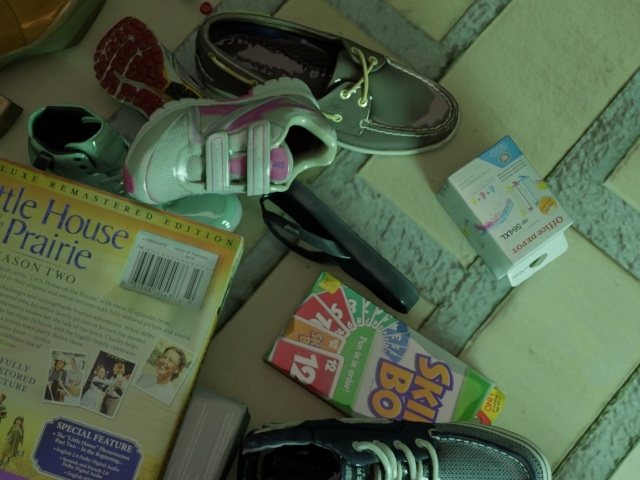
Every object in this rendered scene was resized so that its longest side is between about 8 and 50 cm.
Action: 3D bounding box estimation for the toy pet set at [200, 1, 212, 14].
[{"bbox_3d":[-0.148,-0.356,1.474,0.114,0.065,0.122,32,78,4],"label":"toy pet set"}]

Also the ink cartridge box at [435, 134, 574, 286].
[{"bbox_3d":[0.216,-0.029,1.413,0.092,0.090,0.143,-35,81,-10],"label":"ink cartridge box"}]

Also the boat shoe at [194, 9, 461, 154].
[{"bbox_3d":[0.010,-0.185,1.431,0.324,0.097,0.116,18,77,1],"label":"boat shoe"}]

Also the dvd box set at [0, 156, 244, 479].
[{"bbox_3d":[-0.288,0.145,1.260,0.308,0.062,0.420,17,74,2],"label":"dvd box set"}]

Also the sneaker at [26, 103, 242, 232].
[{"bbox_3d":[-0.210,-0.072,1.366,0.256,0.151,0.094,19,76,0],"label":"sneaker"}]

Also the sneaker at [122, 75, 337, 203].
[{"bbox_3d":[-0.087,-0.098,1.300,0.252,0.103,0.111,-24,40,-26],"label":"sneaker"}]

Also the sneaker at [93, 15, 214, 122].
[{"bbox_3d":[-0.183,-0.168,1.430,0.088,0.093,0.225,-41,68,9],"label":"sneaker"}]

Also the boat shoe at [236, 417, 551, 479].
[{"bbox_3d":[0.072,0.250,1.283,0.340,0.158,0.127,-1,84,6],"label":"boat shoe"}]

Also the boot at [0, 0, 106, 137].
[{"bbox_3d":[-0.386,-0.279,1.425,0.211,0.104,0.295,35,82,4],"label":"boot"}]

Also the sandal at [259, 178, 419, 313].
[{"bbox_3d":[0.000,0.000,1.390,0.254,0.097,0.054,40,79,5],"label":"sandal"}]

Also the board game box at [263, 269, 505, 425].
[{"bbox_3d":[0.076,0.156,1.396,0.259,0.039,0.124,34,79,1],"label":"board game box"}]

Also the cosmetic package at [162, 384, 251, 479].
[{"bbox_3d":[-0.208,0.198,1.335,0.238,0.107,0.127,21,77,4],"label":"cosmetic package"}]
